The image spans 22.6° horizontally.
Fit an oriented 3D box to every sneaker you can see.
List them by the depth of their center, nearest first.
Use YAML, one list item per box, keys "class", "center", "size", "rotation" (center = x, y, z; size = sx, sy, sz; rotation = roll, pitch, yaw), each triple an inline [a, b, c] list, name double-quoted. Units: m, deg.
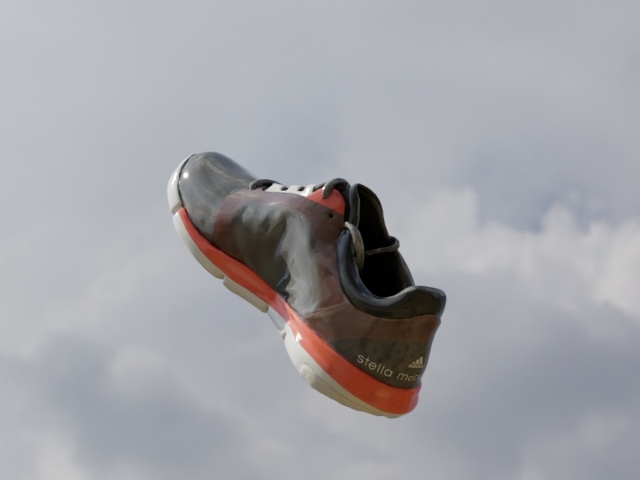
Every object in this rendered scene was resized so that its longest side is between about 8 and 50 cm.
- class: "sneaker"
  center: [0.000, 0.000, 0.615]
  size: [0.061, 0.158, 0.065]
  rotation: [8, -62, -45]
